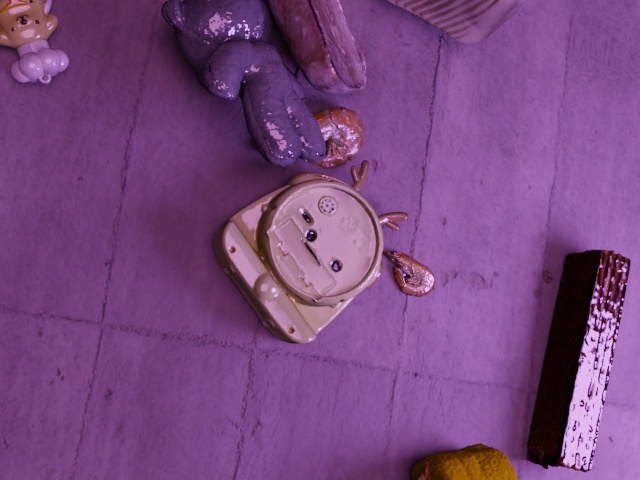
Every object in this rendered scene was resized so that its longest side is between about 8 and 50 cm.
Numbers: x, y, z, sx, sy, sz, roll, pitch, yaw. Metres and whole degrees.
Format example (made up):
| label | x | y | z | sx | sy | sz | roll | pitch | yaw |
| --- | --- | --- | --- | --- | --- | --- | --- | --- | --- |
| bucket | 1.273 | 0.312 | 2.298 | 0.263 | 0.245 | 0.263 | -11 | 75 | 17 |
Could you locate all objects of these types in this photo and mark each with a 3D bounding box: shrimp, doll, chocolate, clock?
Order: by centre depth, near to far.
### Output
| label | x | y | z | sx | sy | sz | roll | pitch | yaw |
| --- | --- | --- | --- | --- | --- | --- | --- | --- | --- |
| doll | -0.450 | -0.317 | 1.488 | 0.106 | 0.062 | 0.162 | -22 | 92 | -13 |
| doll | -0.125 | -0.251 | 1.522 | 0.246 | 0.158 | 0.340 | -20 | 83 | -57 |
| clock | 0.000 | 0.000 | 1.570 | 0.308 | 0.096 | 0.235 | -38 | 95 | -17 |
| chocolate | -0.025 | -0.370 | 1.576 | 0.100 | 0.185 | 0.303 | -25 | 89 | 17 |
| shrimp | -0.009 | -0.166 | 1.621 | 0.180 | 0.041 | 0.099 | -16 | 104 | -19 |
| shrimp | 0.147 | 0.058 | 1.647 | 0.108 | 0.023 | 0.059 | 29 | 86 | -11 |

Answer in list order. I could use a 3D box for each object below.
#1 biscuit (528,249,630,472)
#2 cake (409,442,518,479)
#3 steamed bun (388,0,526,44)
| label | x | y | z | sx | sy | sz | roll | pitch | yaw |
| --- | --- | --- | --- | --- | --- | --- | --- | --- | --- |
| biscuit | 0.447 | 0.207 | 1.675 | 0.073 | 0.107 | 0.388 | 18 | 80 | -17 |
| cake | 0.242 | 0.467 | 1.551 | 0.156 | 0.179 | 0.260 | -10 | 86 | -16 |
| steamed bun | 0.196 | -0.533 | 1.608 | 0.383 | 0.247 | 0.236 | 35 | 65 | -5 |
